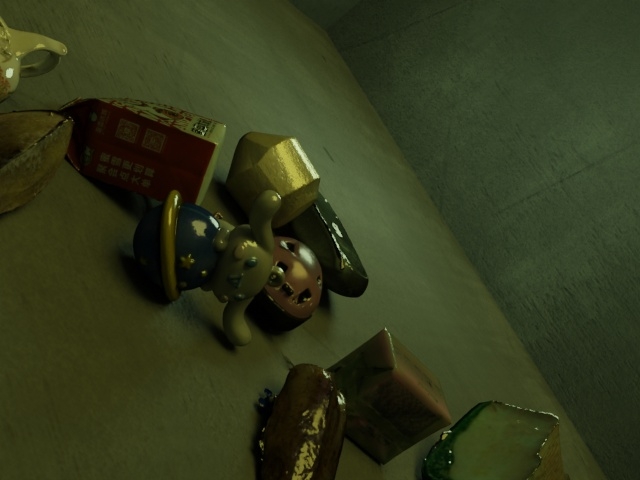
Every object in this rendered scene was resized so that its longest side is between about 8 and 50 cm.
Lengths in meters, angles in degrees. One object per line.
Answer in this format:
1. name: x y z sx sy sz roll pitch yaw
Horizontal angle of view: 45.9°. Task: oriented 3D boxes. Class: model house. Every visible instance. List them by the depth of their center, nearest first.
1. model house: 0.404 0.560 1.672 0.298 0.243 0.284 -34 114 -39

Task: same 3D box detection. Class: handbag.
1. handbag: -0.333 -0.178 1.368 0.298 0.151 0.171 19 19 -8

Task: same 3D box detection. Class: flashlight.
1. flashlight: -0.060 0.310 1.317 0.121 0.035 0.057 50 19 -5

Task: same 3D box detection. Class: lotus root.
1. lotus root: -0.014 0.333 1.256 0.167 0.078 0.329 45 32 -20

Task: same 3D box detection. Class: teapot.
1. teapot: -0.526 -0.298 1.133 0.204 0.139 0.298 65 19 9

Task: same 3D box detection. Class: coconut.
1. coconut: -0.116 -0.147 1.734 0.222 0.202 0.202 56 19 3

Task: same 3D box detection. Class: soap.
1. soap: 0.128 0.313 1.521 0.199 0.182 0.138 45 20 -24

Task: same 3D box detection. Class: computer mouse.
1. computer mouse: -0.004 0.001 1.860 0.203 0.114 0.373 42 18 -44

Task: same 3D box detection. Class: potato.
1. potato: -0.467 -0.101 1.073 0.120 0.100 0.261 16 34 10

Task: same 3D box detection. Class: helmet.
1. helmet: -0.070 0.069 1.553 0.198 0.154 0.253 48 25 -10

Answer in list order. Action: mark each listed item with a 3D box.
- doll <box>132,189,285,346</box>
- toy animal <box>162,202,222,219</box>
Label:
1. doll: -0.190 0.042 1.296 0.159 0.243 0.310 -115 -160 -57
2. toy animal: -0.242 -0.036 1.474 0.241 0.057 0.099 47 20 -17
